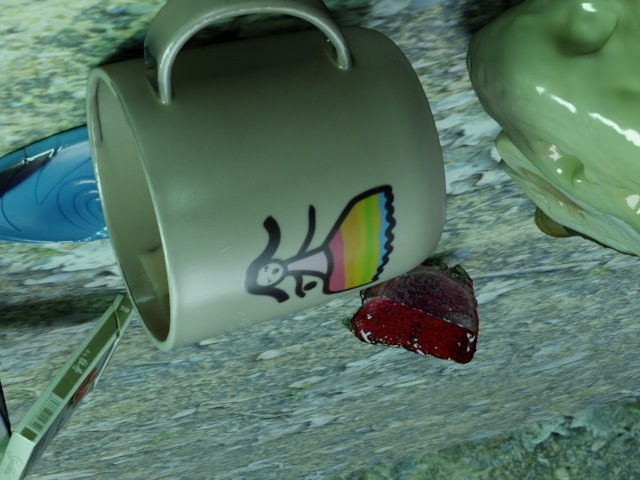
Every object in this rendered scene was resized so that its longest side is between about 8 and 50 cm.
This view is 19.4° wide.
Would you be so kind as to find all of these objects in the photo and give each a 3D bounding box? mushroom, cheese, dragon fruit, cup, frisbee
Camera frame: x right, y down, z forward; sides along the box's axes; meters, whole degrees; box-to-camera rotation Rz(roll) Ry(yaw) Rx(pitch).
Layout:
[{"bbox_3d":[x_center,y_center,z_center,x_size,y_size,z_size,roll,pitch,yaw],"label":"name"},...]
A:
[{"bbox_3d":[0.253,-0.088,1.553,0.162,0.173,0.236,-50,-148,-8],"label":"mushroom"},{"bbox_3d":[0.224,-0.091,1.311,0.248,0.251,0.173,-3,168,16],"label":"cheese"},{"bbox_3d":[0.108,0.062,2.018,0.147,0.096,0.102,17,149,-4],"label":"dragon fruit"},{"bbox_3d":[-0.035,-0.067,1.234,0.200,0.191,0.253,-15,133,-15],"label":"cup"},{"bbox_3d":[-0.159,-0.035,1.447,0.242,0.045,0.242,-15,164,-4],"label":"frisbee"}]

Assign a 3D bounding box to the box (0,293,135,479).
[{"bbox_3d":[-0.242,0.147,1.786,0.198,0.029,0.109,-56,179,-42],"label":"box"}]

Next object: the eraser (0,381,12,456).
[{"bbox_3d":[-0.333,0.120,1.680,0.081,0.124,0.279,-15,166,-8],"label":"eraser"}]

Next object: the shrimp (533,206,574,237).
[{"bbox_3d":[0.277,-0.049,1.809,0.117,0.066,0.262,-27,-178,-12],"label":"shrimp"}]
